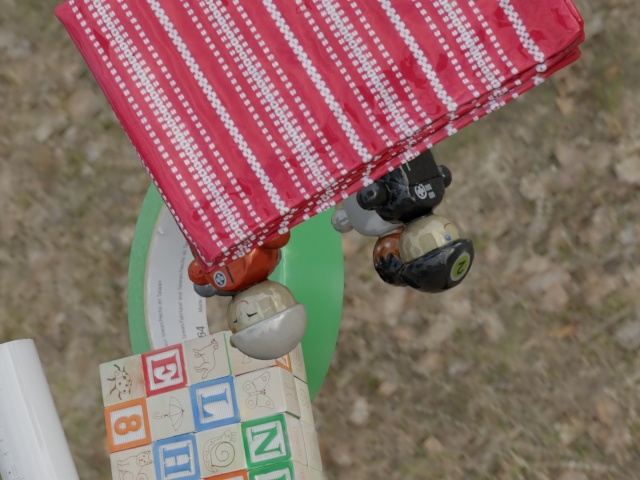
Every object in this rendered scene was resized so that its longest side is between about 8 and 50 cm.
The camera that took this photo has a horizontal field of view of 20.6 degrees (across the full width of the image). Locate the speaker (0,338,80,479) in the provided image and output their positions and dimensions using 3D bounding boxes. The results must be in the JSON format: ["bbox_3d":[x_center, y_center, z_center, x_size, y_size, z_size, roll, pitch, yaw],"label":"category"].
[{"bbox_3d":[-0.217,0.143,1.296,0.055,0.055,0.136,-24,79,15],"label":"speaker"}]

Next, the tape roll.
[{"bbox_3d":[-0.095,0.046,1.819,0.321,0.077,0.321,-10,78,57],"label":"tape roll"}]

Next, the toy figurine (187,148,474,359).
[{"bbox_3d":[0.000,0.000,1.354,0.213,0.209,0.148,-24,88,-8],"label":"toy figurine"}]

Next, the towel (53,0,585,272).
[{"bbox_3d":[-0.002,-0.130,1.057,0.275,0.031,0.199,-31,84,9],"label":"towel"}]

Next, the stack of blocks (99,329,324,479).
[{"bbox_3d":[-0.086,0.239,1.565,0.171,0.087,0.297,-15,70,15],"label":"stack of blocks"}]
